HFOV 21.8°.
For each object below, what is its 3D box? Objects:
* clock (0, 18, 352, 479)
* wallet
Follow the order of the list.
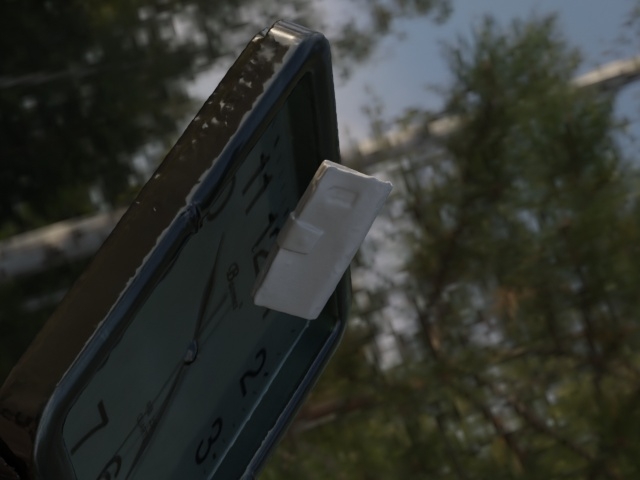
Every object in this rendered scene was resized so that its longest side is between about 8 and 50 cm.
[{"bbox_3d":[-0.069,0.060,0.857,0.049,0.279,0.273,21,-33,19],"label":"clock"},{"bbox_3d":[0.000,0.000,0.816,0.083,0.044,0.011,-60,-145,19],"label":"wallet"}]
